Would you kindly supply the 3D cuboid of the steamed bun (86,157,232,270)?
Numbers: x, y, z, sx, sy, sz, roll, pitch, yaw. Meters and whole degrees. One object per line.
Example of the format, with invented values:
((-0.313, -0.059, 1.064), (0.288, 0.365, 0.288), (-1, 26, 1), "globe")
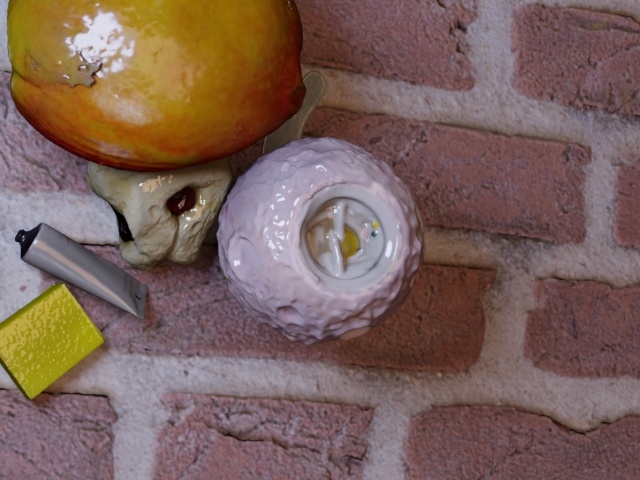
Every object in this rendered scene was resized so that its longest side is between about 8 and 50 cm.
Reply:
((-0.203, -0.039, 1.986), (0.172, 0.141, 0.155), (-11, 115, -29), "steamed bun")

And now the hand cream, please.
((-0.300, 0.035, 1.976), (0.186, 0.087, 0.054), (30, 112, -18), "hand cream")

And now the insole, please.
((-0.035, -0.164, 2.131), (0.053, 0.002, 0.152), (37, 75, -19), "insole")

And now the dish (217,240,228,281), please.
((-0.053, 0.020, 2.080), (0.149, 0.080, 0.207), (-23, 97, -22), "dish")

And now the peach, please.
((-0.195, -0.238, 1.886), (0.373, 0.372, 0.289), (-4, 110, -24), "peach")

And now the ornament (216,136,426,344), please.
((0.000, 0.000, 1.938), (0.259, 0.225, 0.259), (0, 89, -19), "ornament")

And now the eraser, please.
((-0.347, 0.125, 1.964), (0.122, 0.045, 0.097), (-37, 103, -20), "eraser")
